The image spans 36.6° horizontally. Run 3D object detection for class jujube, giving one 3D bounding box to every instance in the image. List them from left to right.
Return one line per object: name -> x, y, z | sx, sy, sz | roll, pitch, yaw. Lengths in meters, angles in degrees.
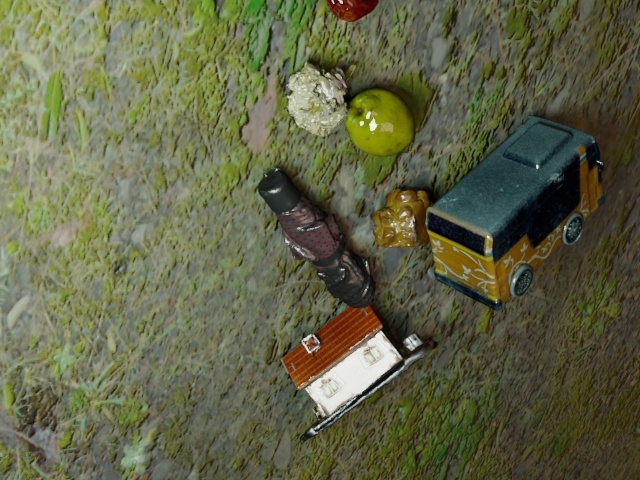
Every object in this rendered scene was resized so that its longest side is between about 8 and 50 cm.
jujube -> 0.033, -0.382, 1.423 | 0.077, 0.077, 0.129 | -39, 124, -5

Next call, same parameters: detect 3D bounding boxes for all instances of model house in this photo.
model house -> 0.052, 0.215, 1.758 | 0.294, 0.207, 0.154 | -37, 85, 4

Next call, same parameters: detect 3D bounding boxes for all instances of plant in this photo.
plant -> 0.009, -0.229, 1.507 | 0.122, 0.104, 0.116 | -41, 163, -36

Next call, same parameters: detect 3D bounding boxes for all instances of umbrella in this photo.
umbrella -> 0.000, 0.000, 1.612 | 0.094, 0.090, 0.326 | -26, 130, 12

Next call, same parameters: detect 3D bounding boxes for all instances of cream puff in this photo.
cream puff -> 0.142, -0.035, 1.678 | 0.116, 0.094, 0.122 | 56, 51, -41

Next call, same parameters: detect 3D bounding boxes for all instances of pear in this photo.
pear -> 0.096, -0.190, 1.554 | 0.131, 0.107, 0.107 | 17, 107, -42

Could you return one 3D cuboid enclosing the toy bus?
toy bus -> 0.344, -0.056, 1.692 | 0.323, 0.162, 0.194 | -41, 135, -23
